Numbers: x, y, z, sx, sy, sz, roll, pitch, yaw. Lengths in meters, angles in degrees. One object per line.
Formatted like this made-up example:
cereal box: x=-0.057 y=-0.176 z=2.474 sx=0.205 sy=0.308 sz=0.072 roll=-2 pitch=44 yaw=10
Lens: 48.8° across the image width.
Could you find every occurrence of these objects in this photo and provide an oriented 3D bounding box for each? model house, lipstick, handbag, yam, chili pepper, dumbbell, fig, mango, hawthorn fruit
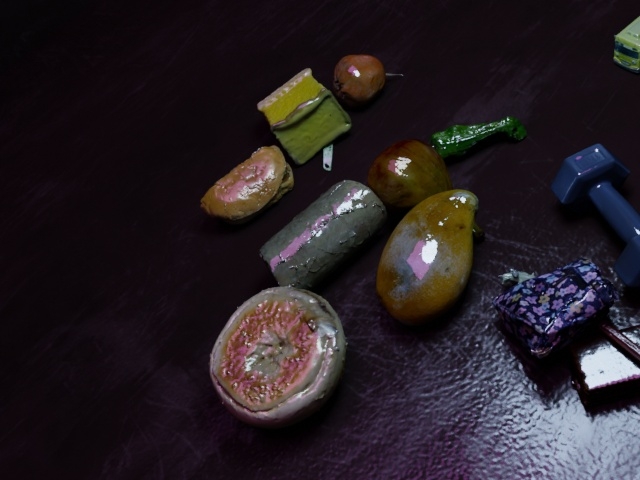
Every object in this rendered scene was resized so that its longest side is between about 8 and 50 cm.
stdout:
model house: x=-0.062 y=-0.361 z=1.920 sx=0.193 sy=0.175 sz=0.234 roll=-37 pitch=50 yaw=6
lipstick: x=0.560 y=0.200 z=1.239 sx=0.027 sy=0.027 sz=0.176 roll=-38 pitch=48 yaw=-7
handbag: x=0.452 y=0.120 z=1.347 sx=0.207 sy=0.127 sz=0.229 roll=-27 pitch=6 yaw=1
yam: x=0.000 y=0.000 z=1.636 sx=0.304 sy=0.168 sz=0.168 roll=-41 pitch=50 yaw=-11
chili pepper: x=0.372 y=-0.252 z=1.724 sx=0.256 sy=0.074 sz=0.100 roll=-17 pitch=33 yaw=3
dumbbell: x=0.608 y=-0.047 z=1.424 sx=0.144 sy=0.160 sz=0.325 roll=-49 pitch=44 yaw=25
fig: x=0.235 y=-0.091 z=1.635 sx=0.190 sy=0.190 sz=0.290 roll=-32 pitch=86 yaw=-2
mango: x=0.232 y=0.029 z=1.496 sx=0.192 sy=0.146 sz=0.316 roll=23 pitch=84 yaw=22
hawthorn fruit: x=0.113 y=-0.452 z=1.957 sx=0.149 sy=0.149 sz=0.189 roll=20 pitch=42 yaw=34

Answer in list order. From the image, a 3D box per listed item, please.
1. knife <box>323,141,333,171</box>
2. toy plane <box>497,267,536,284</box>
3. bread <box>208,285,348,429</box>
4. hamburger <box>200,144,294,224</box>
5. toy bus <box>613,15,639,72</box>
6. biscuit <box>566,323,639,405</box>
knife: x=0.022 y=-0.267 z=1.931 sx=0.030 sy=0.014 sz=0.207 roll=-10 pitch=53 yaw=16
toy plane: x=0.415 y=0.077 z=1.473 sx=0.083 sy=0.033 sz=0.080 roll=2 pitch=9 yaw=-4
bread: x=-0.080 y=0.249 z=1.478 sx=0.305 sy=0.159 sz=0.306 roll=-10 pitch=57 yaw=16
hamburger: x=-0.183 y=-0.131 z=1.841 sx=0.262 sy=0.124 sz=0.131 roll=-37 pitch=50 yaw=-6
toy bus: x=0.801 y=-0.500 z=1.714 sx=0.175 sy=0.101 sz=0.088 roll=-39 pitch=49 yaw=-6
biscuit: x=0.645 y=0.196 z=1.269 sx=0.388 sy=0.073 sz=0.107 roll=-18 pitch=48 yaw=11
